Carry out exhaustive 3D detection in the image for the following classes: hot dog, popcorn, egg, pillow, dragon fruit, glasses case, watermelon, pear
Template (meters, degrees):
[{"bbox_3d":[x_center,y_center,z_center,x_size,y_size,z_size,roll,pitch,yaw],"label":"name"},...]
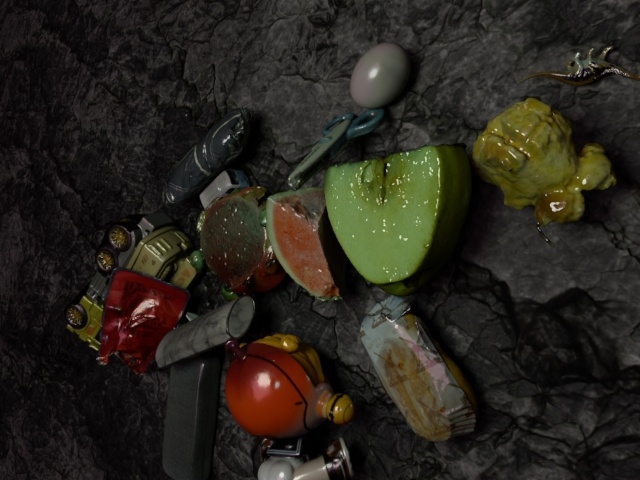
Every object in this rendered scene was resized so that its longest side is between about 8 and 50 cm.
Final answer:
[{"bbox_3d":[0.168,0.229,0.899,0.162,0.081,0.271,-45,70,40],"label":"hot dog"},{"bbox_3d":[0.328,-0.113,0.775,0.195,0.173,0.168,46,155,3],"label":"popcorn"},{"bbox_3d":[0.115,-0.316,0.973,0.135,0.103,0.103,-48,61,28],"label":"egg"},{"bbox_3d":[-0.278,-0.197,1.231,0.335,0.162,0.092,-33,111,35],"label":"pillow"},{"bbox_3d":[-0.167,0.003,1.138,0.295,0.130,0.269,-16,80,35],"label":"dragon fruit"},{"bbox_3d":[-0.268,0.213,1.141,0.299,0.060,0.114,-27,26,39],"label":"glasses case"},{"bbox_3d":[-0.005,-0.005,1.016,0.128,0.146,0.231,-5,110,39],"label":"watermelon"},{"bbox_3d":[-0.324,0.437,1.262,0.131,0.074,0.324,5,89,38],"label":"glasses case"},{"bbox_3d":[0.153,-0.035,0.884,0.292,0.159,0.293,0,91,50],"label":"pear"}]

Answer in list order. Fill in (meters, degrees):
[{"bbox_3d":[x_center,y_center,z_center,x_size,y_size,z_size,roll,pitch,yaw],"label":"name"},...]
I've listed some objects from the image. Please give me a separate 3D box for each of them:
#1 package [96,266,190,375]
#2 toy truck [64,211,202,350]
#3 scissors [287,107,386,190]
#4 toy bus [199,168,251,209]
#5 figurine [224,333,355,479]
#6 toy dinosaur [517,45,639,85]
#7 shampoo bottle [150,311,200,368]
[{"bbox_3d":[-0.456,0.212,1.250,0.270,0.193,0.071,-62,26,18],"label":"package"},{"bbox_3d":[-0.494,0.123,1.348,0.254,0.180,0.405,40,110,8],"label":"toy truck"},{"bbox_3d":[0.021,-0.180,0.956,0.137,0.289,0.041,4,130,36],"label":"scissors"},{"bbox_3d":[-0.238,-0.122,1.240,0.123,0.074,0.060,-39,65,28],"label":"toy bus"},{"bbox_3d":[-0.080,0.332,1.011,0.320,0.196,0.324,-20,84,41],"label":"figurine"},{"bbox_3d":[0.410,-0.273,0.790,0.180,0.037,0.058,6,85,36],"label":"toy dinosaur"},{"bbox_3d":[-0.377,0.261,1.322,0.204,0.065,0.065,-42,63,27],"label":"shampoo bottle"}]
